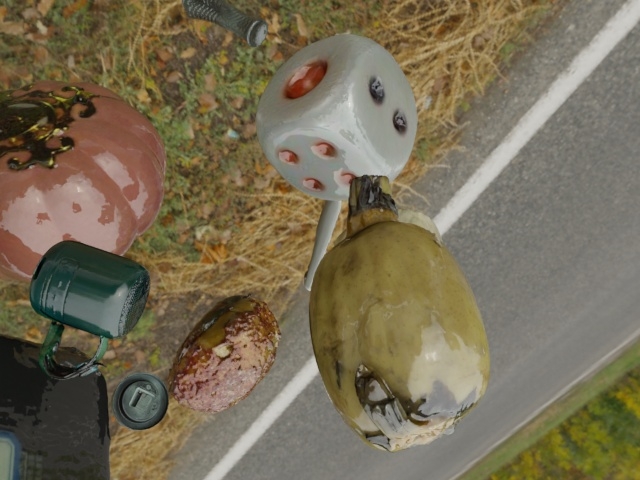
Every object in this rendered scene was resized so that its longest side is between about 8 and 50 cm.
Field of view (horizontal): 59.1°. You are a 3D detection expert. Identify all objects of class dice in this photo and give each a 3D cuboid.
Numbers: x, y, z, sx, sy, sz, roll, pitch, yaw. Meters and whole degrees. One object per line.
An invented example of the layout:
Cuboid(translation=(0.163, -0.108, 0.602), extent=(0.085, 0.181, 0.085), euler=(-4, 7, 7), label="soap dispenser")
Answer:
Cuboid(translation=(0.027, -0.188, 0.886), extent=(0.193, 0.194, 0.192), euler=(-7, 141, 39), label="dice")

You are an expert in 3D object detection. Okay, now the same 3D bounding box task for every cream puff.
Cuboid(translation=(-0.171, 0.214, 1.056), extent=(0.240, 0.163, 0.240), euler=(-49, 161, -22), label="cream puff")

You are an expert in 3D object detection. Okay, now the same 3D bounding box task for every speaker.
Cuboid(translation=(-0.173, 0.053, 0.417), extent=(0.060, 0.075, 0.095), euler=(-61, 170, -85), label="speaker")

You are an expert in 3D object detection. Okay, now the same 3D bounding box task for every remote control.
Cuboid(translation=(0.000, 0.000, 1.779), extent=(0.109, 0.055, 0.313), euler=(-123, -128, -86), label="remote control")

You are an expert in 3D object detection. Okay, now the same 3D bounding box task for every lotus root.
Cuboid(translation=(0.074, 0.066, 0.619), extent=(0.182, 0.310, 0.183), euler=(-9, 151, -5), label="lotus root")

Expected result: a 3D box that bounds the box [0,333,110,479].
Cuboid(translation=(-0.357, 0.247, 0.556), extent=(0.090, 0.360, 0.350), euler=(-29, 145, 20), label="box")

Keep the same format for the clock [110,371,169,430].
Cuboid(translation=(-0.267, 0.238, 0.836), extent=(0.085, 0.085, 0.017), euler=(-5, 162, -38), label="clock")

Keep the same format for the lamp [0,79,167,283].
Cuboid(translation=(-0.354, -0.069, 0.761), extent=(0.305, 0.305, 0.240), euler=(-23, 140, -16), label="lamp")

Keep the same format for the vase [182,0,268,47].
Cuboid(translation=(-0.253, -0.607, 1.521), extent=(0.115, 0.237, 0.116), euler=(-44, 156, -25), label="vase")

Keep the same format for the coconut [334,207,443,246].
Cuboid(translation=(0.176, 0.086, 1.383), extent=(0.328, 0.329, 0.329), euler=(-23, 147, -16), label="coconut")
